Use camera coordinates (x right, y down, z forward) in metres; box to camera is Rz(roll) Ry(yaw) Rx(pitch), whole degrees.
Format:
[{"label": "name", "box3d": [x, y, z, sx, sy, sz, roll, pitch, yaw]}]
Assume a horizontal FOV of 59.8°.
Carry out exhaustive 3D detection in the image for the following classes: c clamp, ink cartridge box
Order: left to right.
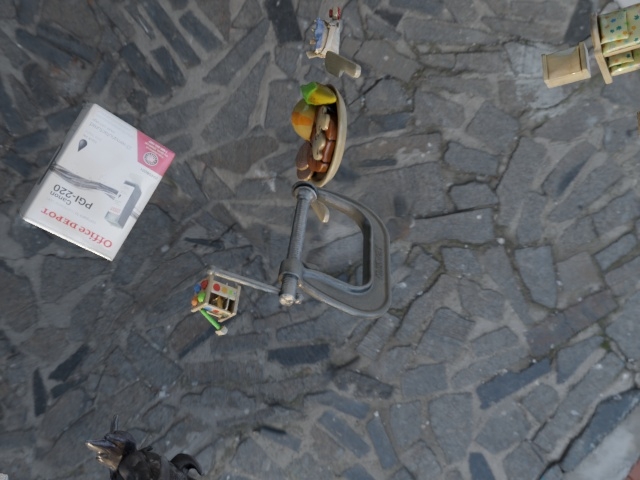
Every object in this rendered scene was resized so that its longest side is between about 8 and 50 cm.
[{"label": "ink cartridge box", "box3d": [-0.374, -0.098, 0.939, 0.159, 0.092, 0.217, 32, 86, -32]}, {"label": "c clamp", "box3d": [0.000, 0.000, 0.438, 0.137, 0.160, 0.022, 27, 126, -9]}]

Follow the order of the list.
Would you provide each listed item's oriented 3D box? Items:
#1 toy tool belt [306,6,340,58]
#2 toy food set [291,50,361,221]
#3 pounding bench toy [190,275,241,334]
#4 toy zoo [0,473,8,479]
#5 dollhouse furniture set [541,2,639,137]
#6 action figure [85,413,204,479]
[{"label": "toy tool belt", "box3d": [0.004, -0.326, 0.871, 0.051, 0.052, 0.083, 2, 88, -1]}, {"label": "toy food set", "box3d": [-0.007, -0.126, 0.667, 0.039, 0.132, 0.192, 4, 112, -20]}, {"label": "pounding bench toy", "box3d": [-0.178, 0.109, 0.916, 0.065, 0.052, 0.083, 25, 55, -31]}, {"label": "toy zoo", "box3d": [-0.561, 0.449, 0.817, 0.193, 0.030, 0.293, 0, 96, -6]}, {"label": "dollhouse furniture set", "box3d": [0.371, -0.198, 0.690, 0.182, 0.101, 0.160, -10, 75, 34]}, {"label": "action figure", "box3d": [-0.116, 0.243, 0.400, 0.141, 0.276, 0.164, -43, 131, -21]}]
